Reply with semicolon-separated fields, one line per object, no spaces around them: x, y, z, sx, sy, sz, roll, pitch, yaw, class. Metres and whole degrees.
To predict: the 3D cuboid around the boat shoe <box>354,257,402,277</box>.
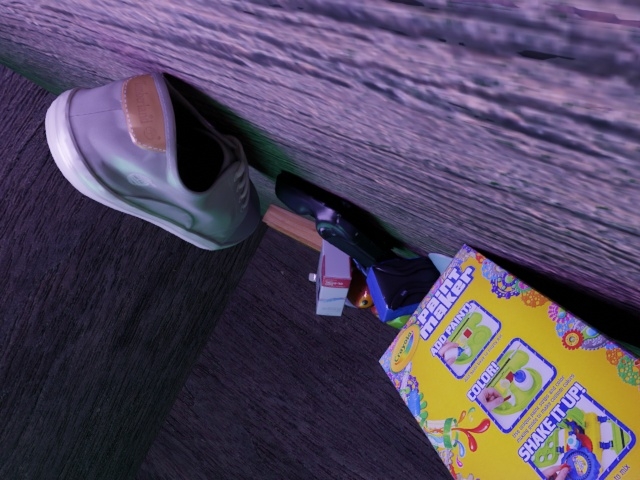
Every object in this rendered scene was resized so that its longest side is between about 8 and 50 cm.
0.137;0.073;1.033;0.089;0.109;0.258;33;174;-28;boat shoe

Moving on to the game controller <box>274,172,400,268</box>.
0.039;-0.024;0.777;0.166;0.067;0.319;43;-176;26;game controller

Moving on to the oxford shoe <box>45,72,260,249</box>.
-0.152;-0.086;0.616;0.129;0.169;0.449;-18;170;9;oxford shoe

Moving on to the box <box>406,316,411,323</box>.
0.357;0.282;1.061;0.321;0.059;0.232;22;-178;7;box

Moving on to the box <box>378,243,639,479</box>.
0.261;0.186;0.453;0.289;0.177;0.279;29;-170;-26;box

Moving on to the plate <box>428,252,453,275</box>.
0.248;0.072;0.691;0.188;0.024;0.188;29;178;1;plate

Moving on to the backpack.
0.149;0.082;0.781;0.101;0.120;0.098;98;157;-62;backpack

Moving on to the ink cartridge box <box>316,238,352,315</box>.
0.031;0.099;1.180;0.072;0.128;0.175;4;139;-6;ink cartridge box

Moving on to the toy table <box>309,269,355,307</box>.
0.098;0.139;1.606;0.160;0.253;0.274;5;167;44;toy table

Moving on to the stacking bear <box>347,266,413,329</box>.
0.204;0.166;1.265;0.288;0.176;0.164;22;-145;-10;stacking bear

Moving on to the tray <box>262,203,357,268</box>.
0.000;0.000;1.439;0.202;0.076;0.410;30;176;-40;tray
